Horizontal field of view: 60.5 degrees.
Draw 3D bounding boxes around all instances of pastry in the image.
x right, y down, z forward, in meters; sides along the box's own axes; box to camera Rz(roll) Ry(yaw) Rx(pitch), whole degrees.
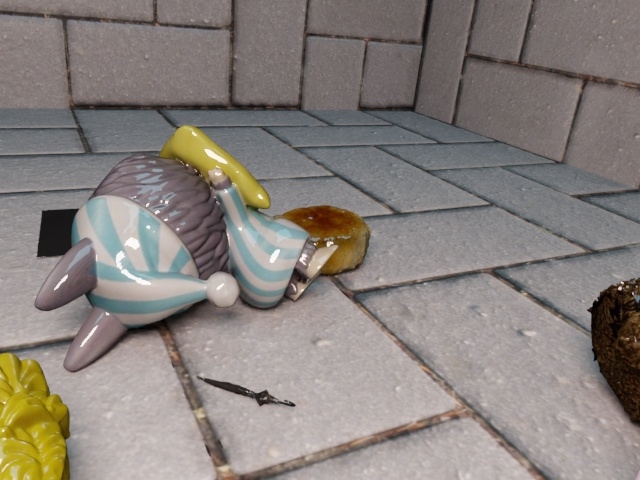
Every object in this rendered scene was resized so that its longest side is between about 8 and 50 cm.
[{"bbox_3d":[0.000,0.000,1.092,0.193,0.093,0.182,-7,27,-19],"label":"pastry"}]

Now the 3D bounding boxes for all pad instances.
[{"bbox_3d":[-0.399,-0.029,1.177,0.368,0.007,0.247,-5,26,-23],"label":"pad"}]

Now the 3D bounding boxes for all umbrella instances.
[{"bbox_3d":[-0.098,0.197,0.713,0.149,0.022,0.022,8,59,25],"label":"umbrella"}]

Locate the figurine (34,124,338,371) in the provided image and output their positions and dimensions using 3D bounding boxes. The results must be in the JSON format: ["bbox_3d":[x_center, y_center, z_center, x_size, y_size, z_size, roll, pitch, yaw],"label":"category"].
[{"bbox_3d":[-0.226,0.064,0.844,0.361,0.266,0.377,34,61,2],"label":"figurine"}]

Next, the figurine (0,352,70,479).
[{"bbox_3d":[-0.207,0.226,0.426,0.315,0.168,0.187,17,16,28],"label":"figurine"}]

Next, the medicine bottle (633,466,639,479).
[{"bbox_3d":[0.438,0.273,0.421,0.212,0.212,0.325,-9,27,-31],"label":"medicine bottle"}]

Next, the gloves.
[{"bbox_3d":[0.453,0.172,0.664,0.135,0.210,0.312,-31,36,-19],"label":"gloves"}]
